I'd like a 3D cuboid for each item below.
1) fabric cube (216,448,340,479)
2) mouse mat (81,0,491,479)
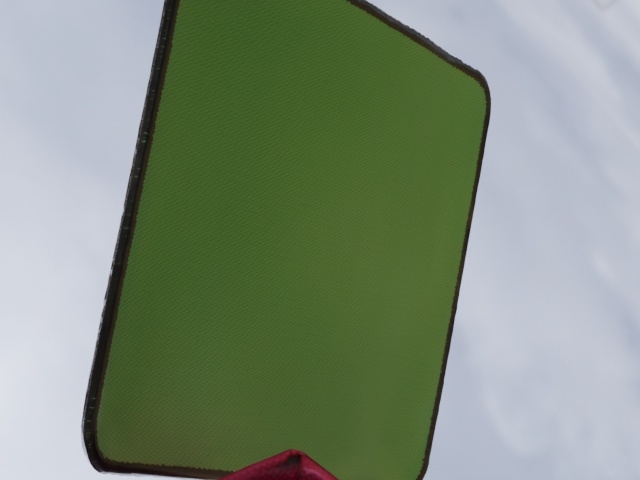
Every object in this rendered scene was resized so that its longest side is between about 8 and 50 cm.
[{"bbox_3d":[-0.031,0.254,0.348,0.259,0.258,0.254,36,-142,30],"label":"fabric cube"},{"bbox_3d":[0.000,0.000,0.479,0.007,0.152,0.190,8,174,32],"label":"mouse mat"}]
